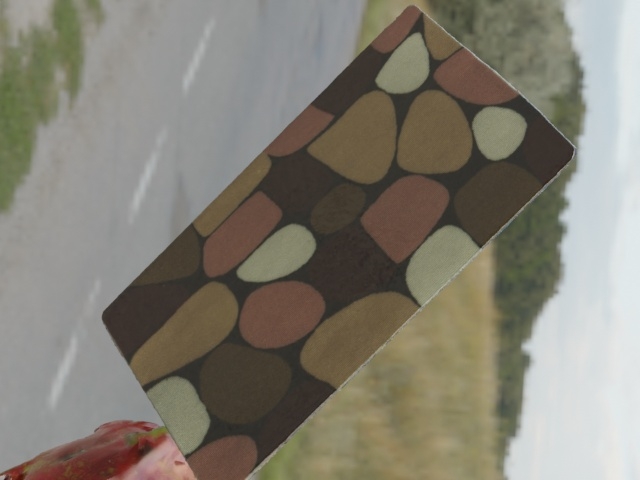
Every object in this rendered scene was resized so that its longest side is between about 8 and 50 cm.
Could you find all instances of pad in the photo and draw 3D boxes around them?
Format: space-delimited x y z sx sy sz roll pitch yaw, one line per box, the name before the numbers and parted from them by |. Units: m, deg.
pad | 0.000 0.000 0.735 0.003 0.235 0.158 42 6 -44

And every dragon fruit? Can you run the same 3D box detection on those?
dragon fruit | -0.155 0.264 1.171 0.198 0.200 0.269 -42 -131 39
